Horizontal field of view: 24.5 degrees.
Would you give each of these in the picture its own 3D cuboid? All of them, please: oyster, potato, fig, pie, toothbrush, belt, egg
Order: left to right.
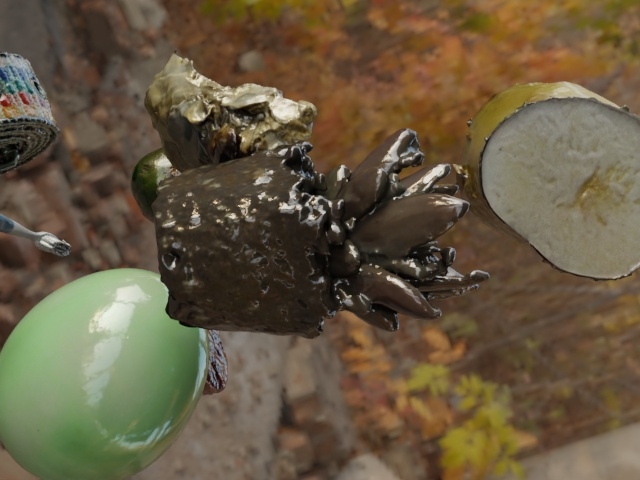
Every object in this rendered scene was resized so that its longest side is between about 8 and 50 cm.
[{"bbox_3d":[-0.501,-0.161,2.060,0.258,0.207,0.150,-19,75,-33],"label":"belt"},{"bbox_3d":[-0.291,-0.016,1.331,0.019,0.025,0.276,-64,162,-3],"label":"toothbrush"},{"bbox_3d":[-0.246,0.153,1.654,0.220,0.269,0.220,37,12,-9],"label":"egg"},{"bbox_3d":[-0.194,-0.051,1.994,0.177,0.117,0.117,94,-11,-57],"label":"fig"},{"bbox_3d":[-0.152,0.118,1.803,0.153,0.038,0.153,-18,90,-81],"label":"pie"},{"bbox_3d":[-0.115,-0.120,1.651,0.107,0.233,0.161,-51,128,-35],"label":"oyster"},{"bbox_3d":[0.334,-0.094,2.039,0.300,0.246,0.196,37,8,-16],"label":"potato"}]

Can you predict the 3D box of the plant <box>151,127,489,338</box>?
[{"bbox_3d":[0.000,0.000,1.465,0.194,0.321,0.181,-93,174,-58],"label":"plant"}]
